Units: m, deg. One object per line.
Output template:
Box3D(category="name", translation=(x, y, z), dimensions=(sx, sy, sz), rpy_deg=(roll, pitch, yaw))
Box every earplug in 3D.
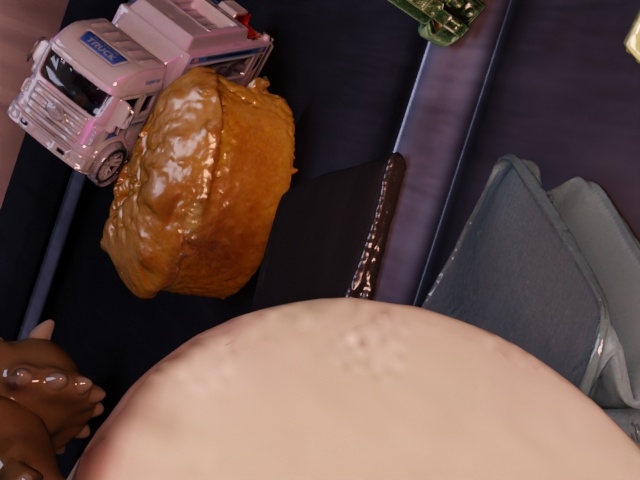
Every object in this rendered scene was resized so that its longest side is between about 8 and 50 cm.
Box3D(category="earplug", translation=(-0.034, 0.254, 0.792), dimensions=(0.394, 0.312, 0.312), rpy_deg=(128, 153, -45))

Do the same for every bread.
Box3D(category="bread", translation=(-0.105, -0.035, 1.563), dimensions=(0.229, 0.143, 0.139), rpy_deg=(-65, 30, 29))

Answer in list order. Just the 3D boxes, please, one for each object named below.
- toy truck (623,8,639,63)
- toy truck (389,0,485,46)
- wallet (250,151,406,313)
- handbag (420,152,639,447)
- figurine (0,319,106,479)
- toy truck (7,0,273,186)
Box3D(category="toy truck", translation=(0.210, -0.152, 0.866), dimensions=(0.100, 0.077, 0.169), rpy_deg=(-116, 42, -83))
Box3D(category="toy truck", translation=(0.072, -0.273, 1.300), dimensions=(0.135, 0.128, 0.259), rpy_deg=(-43, 31, 30))
Box3D(category="wallet", translation=(-0.001, 0.000, 1.386), dimensions=(0.244, 0.025, 0.124), rpy_deg=(165, 122, -69))
Box3D(category="handbag", translation=(0.114, 0.069, 0.940), dimensions=(0.179, 0.062, 0.229), rpy_deg=(-63, 20, 23))
Box3D(category="figurine", translation=(-0.317, 0.210, 1.889), dimensions=(0.247, 0.173, 0.177), rpy_deg=(46, 141, 40))
Box3D(category="toy truck", translation=(-0.173, -0.160, 1.671), dimensions=(0.155, 0.124, 0.268), rpy_deg=(-60, -18, 24))
